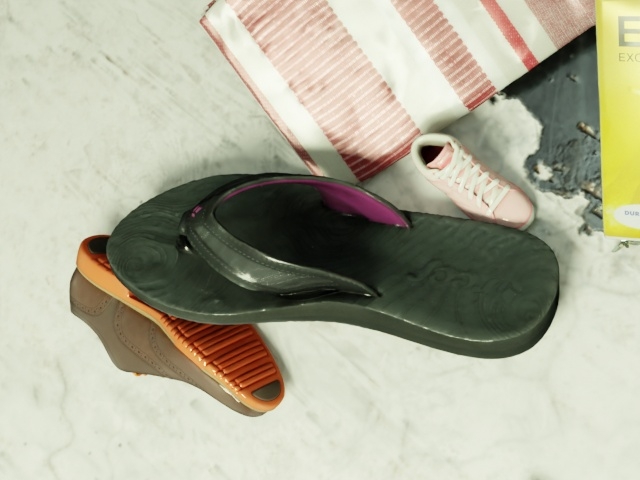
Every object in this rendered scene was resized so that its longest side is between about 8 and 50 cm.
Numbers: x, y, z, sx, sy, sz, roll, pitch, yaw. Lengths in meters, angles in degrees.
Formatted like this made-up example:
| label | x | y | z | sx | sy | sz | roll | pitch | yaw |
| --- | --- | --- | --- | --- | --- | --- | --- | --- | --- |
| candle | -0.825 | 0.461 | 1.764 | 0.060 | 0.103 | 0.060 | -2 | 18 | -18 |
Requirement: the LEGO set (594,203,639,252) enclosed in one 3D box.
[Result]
| label | x | y | z | sx | sy | sz | roll | pitch | yaw |
| --- | --- | --- | --- | --- | --- | --- | --- | --- | --- |
| LEGO set | 0.286 | -0.014 | 1.176 | 0.083 | 0.023 | 0.054 | 9 | 82 | 24 |

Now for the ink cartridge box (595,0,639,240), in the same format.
| label | x | y | z | sx | sy | sz | roll | pitch | yaw |
| --- | --- | --- | --- | --- | --- | --- | --- | --- | --- |
| ink cartridge box | 0.373 | -0.137 | 1.022 | 0.303 | 0.072 | 0.307 | 5 | 121 | 27 |

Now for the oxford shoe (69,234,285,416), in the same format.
| label | x | y | z | sx | sy | sz | roll | pitch | yaw |
| --- | --- | --- | --- | --- | --- | --- | --- | --- | --- |
| oxford shoe | -0.148 | 0.103 | 1.311 | 0.271 | 0.097 | 0.098 | 37 | 119 | 25 |

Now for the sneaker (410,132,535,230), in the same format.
| label | x | y | z | sx | sy | sz | roll | pitch | yaw |
| --- | --- | --- | --- | --- | --- | --- | --- | --- | --- |
| sneaker | 0.138 | -0.056 | 1.223 | 0.134 | 0.070 | 0.051 | 38 | 92 | 24 |

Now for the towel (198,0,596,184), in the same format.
| label | x | y | z | sx | sy | sz | roll | pitch | yaw |
| --- | --- | --- | --- | --- | --- | --- | --- | --- | --- |
| towel | 0.075 | -0.219 | 1.245 | 0.329 | 0.037 | 0.237 | -34 | 99 | 17 |

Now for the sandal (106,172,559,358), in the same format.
| label | x | y | z | sx | sy | sz | roll | pitch | yaw |
| --- | --- | --- | --- | --- | --- | --- | --- | --- | --- |
| sandal | 0.002 | -0.002 | 1.218 | 0.445 | 0.107 | 0.167 | 7 | 55 | 18 |
